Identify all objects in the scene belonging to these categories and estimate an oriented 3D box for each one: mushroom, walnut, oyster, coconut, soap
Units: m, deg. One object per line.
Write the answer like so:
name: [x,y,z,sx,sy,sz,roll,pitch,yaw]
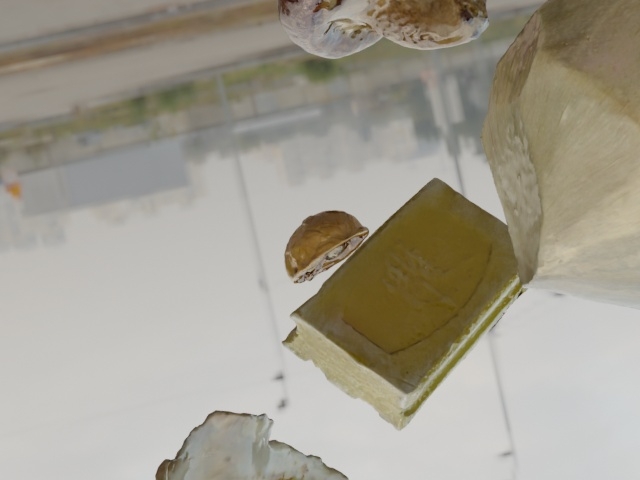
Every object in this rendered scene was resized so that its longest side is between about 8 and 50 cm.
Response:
mushroom: [0.062,-0.346,2.012,0.267,0.267,0.254,-14,-148,-21]
walnut: [0.000,0.000,1.603,0.091,0.052,0.121,-25,169,-31]
oyster: [0.000,0.170,0.680,0.107,0.162,0.232,-24,156,28]
coconut: [0.340,-0.104,1.595,0.415,0.416,0.344,-14,-172,-23]
soap: [0.122,0.073,1.936,0.315,0.199,0.091,-43,162,-32]
